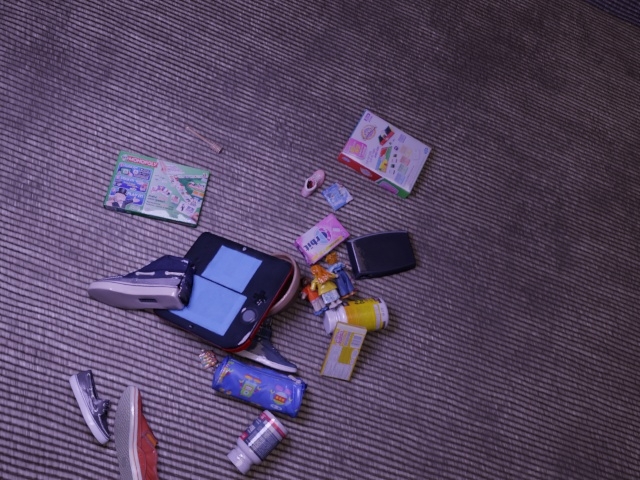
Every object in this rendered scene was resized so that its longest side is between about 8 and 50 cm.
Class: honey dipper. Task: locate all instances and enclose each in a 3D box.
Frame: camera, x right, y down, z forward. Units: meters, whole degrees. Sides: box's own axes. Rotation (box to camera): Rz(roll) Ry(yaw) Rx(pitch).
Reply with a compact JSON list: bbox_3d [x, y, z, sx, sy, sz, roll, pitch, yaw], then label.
[{"bbox_3d":[-0.440,-0.380,1.858,0.161,0.030,0.030,34,69,0],"label":"honey dipper"}]

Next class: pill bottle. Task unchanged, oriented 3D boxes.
[{"bbox_3d":[-0.200,0.636,1.561,0.108,0.108,0.180,46,68,3],"label":"pill bottle"},{"bbox_3d":[0.122,0.270,1.747,0.215,0.117,0.117,-7,75,-16],"label":"pill bottle"}]

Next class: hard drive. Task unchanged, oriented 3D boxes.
[{"bbox_3d":[0.232,0.047,1.876,0.255,0.054,0.171,-9,75,-16],"label":"hard drive"}]

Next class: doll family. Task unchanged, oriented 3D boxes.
[{"bbox_3d":[0.045,0.133,1.731,0.263,0.118,0.163,-27,89,-42],"label":"doll family"}]

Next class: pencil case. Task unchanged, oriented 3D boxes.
[{"bbox_3d":[-0.192,0.467,1.604,0.306,0.119,0.133,21,106,-7],"label":"pencil case"}]

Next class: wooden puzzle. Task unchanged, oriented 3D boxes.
[{"bbox_3d":[-0.372,0.395,1.647,0.049,0.006,0.083,-22,80,-19],"label":"wooden puzzle"}]

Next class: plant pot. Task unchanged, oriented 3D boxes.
[{"bbox_3d":[-0.151,0.167,1.689,0.110,0.237,0.237,45,62,-40],"label":"plant pot"}]

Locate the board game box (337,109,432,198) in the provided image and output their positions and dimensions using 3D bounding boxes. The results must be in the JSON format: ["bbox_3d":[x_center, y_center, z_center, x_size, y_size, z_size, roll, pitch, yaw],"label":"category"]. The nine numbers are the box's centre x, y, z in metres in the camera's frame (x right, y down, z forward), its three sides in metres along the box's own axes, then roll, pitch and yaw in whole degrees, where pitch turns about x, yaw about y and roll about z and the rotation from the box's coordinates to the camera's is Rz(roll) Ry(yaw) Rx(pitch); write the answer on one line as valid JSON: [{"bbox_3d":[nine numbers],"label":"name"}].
[{"bbox_3d":[0.260,-0.349,2.001,0.317,0.064,0.242,31,69,-3],"label":"board game box"}]

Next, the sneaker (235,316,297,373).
[{"bbox_3d":[-0.161,0.345,1.672,0.226,0.086,0.163,24,71,-6],"label":"sneaker"}]

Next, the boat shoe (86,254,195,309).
[{"bbox_3d":[-0.567,0.129,1.607,0.341,0.127,0.158,4,52,8],"label":"boat shoe"}]

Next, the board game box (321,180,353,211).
[{"bbox_3d":[0.065,-0.172,1.922,0.090,0.020,0.090,-34,85,-21],"label":"board game box"}]

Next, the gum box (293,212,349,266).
[{"bbox_3d":[0.000,0.000,1.830,0.188,0.062,0.107,-38,85,-21],"label":"gum box"}]

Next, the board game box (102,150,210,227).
[{"bbox_3d":[-0.572,-0.180,1.755,0.318,0.046,0.213,13,70,-9],"label":"board game box"}]

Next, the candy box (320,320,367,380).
[{"bbox_3d":[0.077,0.378,1.692,0.105,0.027,0.205,16,107,-7],"label":"candy box"}]

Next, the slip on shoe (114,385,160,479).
[{"bbox_3d":[-0.547,0.605,1.496,0.101,0.123,0.331,5,63,-46],"label":"slip on shoe"}]

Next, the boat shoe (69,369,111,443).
[{"bbox_3d":[-0.680,0.498,1.508,0.076,0.080,0.228,-27,74,-18],"label":"boat shoe"}]

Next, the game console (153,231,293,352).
[{"bbox_3d":[-0.324,0.156,1.615,0.387,0.060,0.342,20,68,24],"label":"game console"}]

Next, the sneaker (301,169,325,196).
[{"bbox_3d":[-0.021,-0.227,1.892,0.051,0.070,0.134,37,67,1],"label":"sneaker"}]
